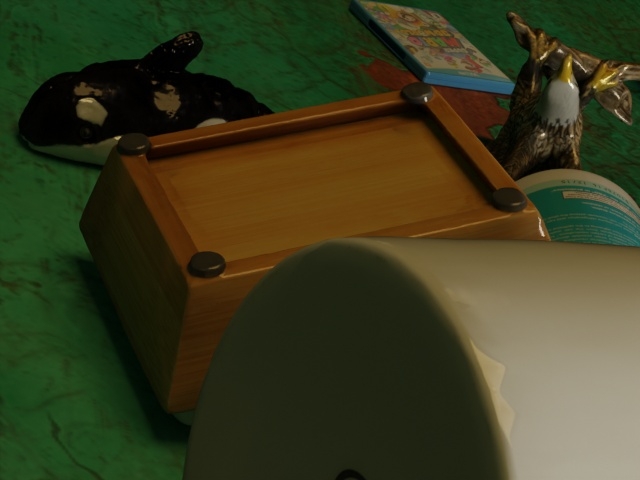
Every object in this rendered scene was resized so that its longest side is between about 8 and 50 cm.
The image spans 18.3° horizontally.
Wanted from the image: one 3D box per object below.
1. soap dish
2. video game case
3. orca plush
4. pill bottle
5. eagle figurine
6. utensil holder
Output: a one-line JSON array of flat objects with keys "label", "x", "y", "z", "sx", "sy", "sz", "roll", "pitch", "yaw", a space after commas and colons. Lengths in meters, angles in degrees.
[{"label": "soap dish", "x": 0.000, "y": 0.000, "z": 1.358, "sx": 0.290, "sy": 0.118, "sz": 0.229, "roll": -12, "pitch": 36, "yaw": -16}, {"label": "video game case", "x": 0.117, "y": -0.207, "z": 2.107, "sx": 0.119, "sy": 0.015, "sz": 0.166, "roll": 5, "pitch": 31, "yaw": -35}, {"label": "orca plush", "x": -0.103, "y": -0.115, "z": 1.624, "sx": 0.287, "sy": 0.102, "sz": 0.151, "roll": 10, "pitch": 27, "yaw": -26}, {"label": "pill bottle", "x": 0.191, "y": 0.061, "z": 1.470, "sx": 0.146, "sy": 0.146, "sz": 0.264, "roll": 19, "pitch": 24, "yaw": -9}, {"label": "eagle figurine", "x": 0.194, "y": -0.066, "z": 1.741, "sx": 0.226, "sy": 0.225, "sz": 0.298, "roll": -9, "pitch": 47, "yaw": 29}, {"label": "utensil holder", "x": 0.164, "y": 0.157, "z": 1.046, "sx": 0.385, "sy": 0.328, "sz": 0.327, "roll": 5, "pitch": 30, "yaw": -32}]
